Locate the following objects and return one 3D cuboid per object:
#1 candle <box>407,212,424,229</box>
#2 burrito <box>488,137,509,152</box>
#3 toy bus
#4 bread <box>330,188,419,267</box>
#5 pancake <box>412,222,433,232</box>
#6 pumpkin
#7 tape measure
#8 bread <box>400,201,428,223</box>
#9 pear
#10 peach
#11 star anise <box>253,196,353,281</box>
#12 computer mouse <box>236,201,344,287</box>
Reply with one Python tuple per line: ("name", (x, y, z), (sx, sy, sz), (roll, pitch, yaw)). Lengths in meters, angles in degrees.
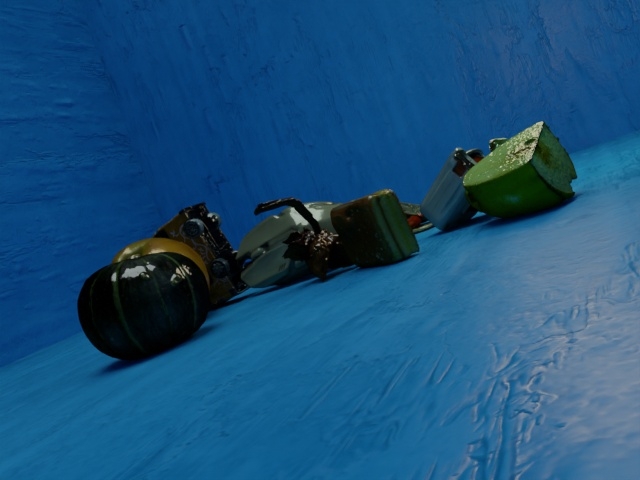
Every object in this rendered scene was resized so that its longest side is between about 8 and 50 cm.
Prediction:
("candle", (0.261, -0.031, 2.260), (0.048, 0.051, 0.329), (-20, 3, 38))
("burrito", (0.554, -0.195, 1.877), (0.104, 0.288, 0.054), (-1, 57, 33))
("toy bus", (-0.379, 0.059, 2.201), (0.194, 0.323, 0.162), (-33, 0, 22))
("bread", (0.129, -0.026, 1.737), (0.110, 0.184, 0.234), (-25, 3, -25))
("pancake", (0.345, -0.043, 2.256), (0.108, 0.017, 0.108), (-23, 0, 0))
("pumpkin", (-0.435, 0.153, 1.673), (0.323, 0.241, 0.323), (-21, 5, 2))
("tape measure", (0.417, -0.148, 1.945), (0.246, 0.125, 0.243), (-15, -35, -44))
("bread", (0.268, -0.081, 2.455), (0.207, 0.056, 0.286), (-23, -19, 36))
("pear", (0.487, -0.144, 1.698), (0.292, 0.159, 0.292), (-33, 14, 10))
("peach", (-0.461, 0.138, 1.995), (0.289, 0.308, 0.289), (-22, 43, 22))
("star anise", (-0.031, -0.002, 1.880), (0.148, 0.346, 0.237), (-53, 9, 28))
("computer mouse", (-0.076, 0.000, 2.091), (0.429, 0.228, 0.145), (-22, -26, 13))
